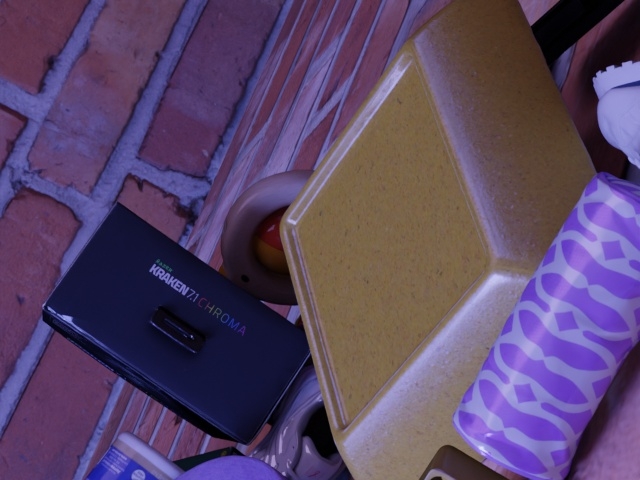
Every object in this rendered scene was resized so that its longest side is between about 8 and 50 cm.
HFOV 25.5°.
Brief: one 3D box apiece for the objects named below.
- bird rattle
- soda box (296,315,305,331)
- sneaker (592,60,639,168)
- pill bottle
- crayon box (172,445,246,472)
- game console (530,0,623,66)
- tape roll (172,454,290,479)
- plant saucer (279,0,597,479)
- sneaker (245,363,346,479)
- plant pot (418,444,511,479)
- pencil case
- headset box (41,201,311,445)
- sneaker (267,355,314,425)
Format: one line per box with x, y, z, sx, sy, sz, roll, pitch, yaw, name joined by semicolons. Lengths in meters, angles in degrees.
0.000;0.000;1.508;0.143;0.207;0.253;-104;30;-46;bird rattle
0.073;0.032;1.336;0.263;0.092;0.083;-42;23;60;soda box
0.232;-0.068;0.908;0.235;0.090;0.094;161;109;-84;sneaker
-0.204;0.290;1.372;0.186;0.112;0.112;-53;9;-13;pill bottle
-0.218;0.414;1.465;0.313;0.106;0.363;-20;39;40;crayon box
0.192;-0.172;1.252;0.361;0.044;0.213;-41;0;41;game console
-0.098;0.324;1.213;0.275;0.090;0.275;-34;31;24;tape roll
0.073;0.007;1.113;0.332;0.081;0.333;-54;38;39;plant saucer
-0.028;0.227;1.370;0.232;0.090;0.115;-66;15;-8;sneaker
0.094;0.186;0.954;0.081;0.081;0.083;-59;0;19;plant pot
0.166;0.056;0.895;0.206;0.088;0.086;-59;19;13;pencil case
-0.154;0.093;1.475;0.131;0.246;0.283;-56;6;-12;headset box
-0.025;0.162;1.542;0.192;0.064;0.086;-175;106;-81;sneaker
